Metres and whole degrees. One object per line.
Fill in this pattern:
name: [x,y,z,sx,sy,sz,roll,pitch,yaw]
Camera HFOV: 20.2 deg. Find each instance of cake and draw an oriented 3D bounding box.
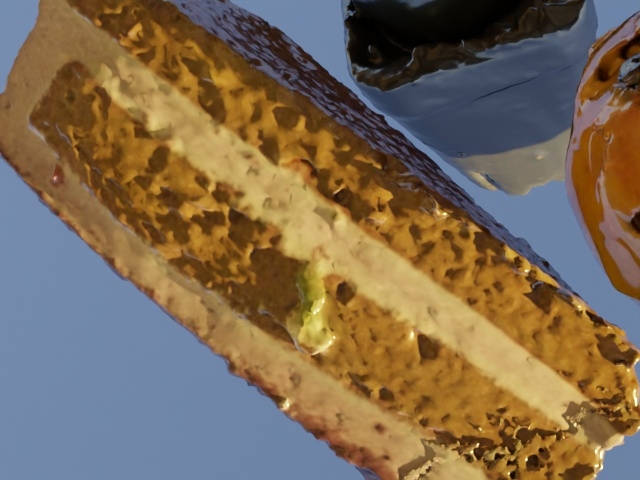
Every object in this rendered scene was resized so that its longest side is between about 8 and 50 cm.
cake: [0.000,0.000,0.746,0.295,0.113,0.116,41,-72,9]

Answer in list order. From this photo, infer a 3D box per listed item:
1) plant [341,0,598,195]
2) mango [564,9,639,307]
plant: [0.087,-0.139,1.034,0.142,0.256,0.164,-19,-132,17]
mango: [0.209,-0.005,0.700,0.249,0.156,0.151,22,-60,-9]
